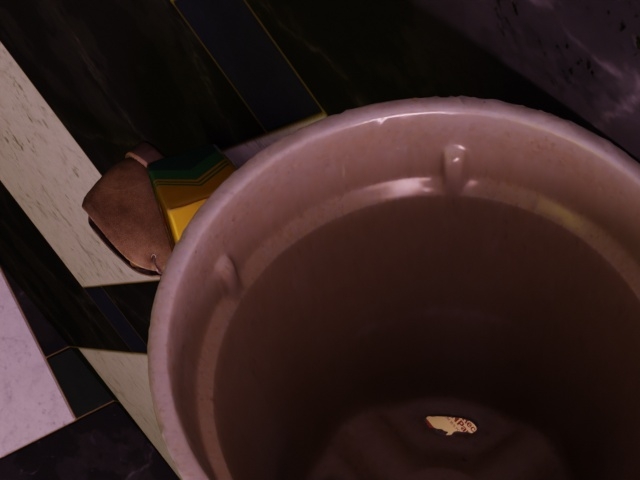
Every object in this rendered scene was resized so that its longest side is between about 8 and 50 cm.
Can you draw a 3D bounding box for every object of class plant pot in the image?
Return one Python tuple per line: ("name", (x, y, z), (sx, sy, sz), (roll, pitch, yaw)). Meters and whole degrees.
("plant pot", (0.076, 0.129, 0.956), (0.334, 0.334, 0.305), (42, 159, 25))

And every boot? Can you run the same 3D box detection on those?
("boot", (-0.146, 0.023, 1.643), (0.305, 0.115, 0.112), (41, 157, 23))

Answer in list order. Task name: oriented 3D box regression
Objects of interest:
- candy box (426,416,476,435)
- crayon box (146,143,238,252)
("candy box", (0.068, 0.135, 1.315), (0.183, 0.087, 0.316), (51, 172, 0))
("crayon box", (-0.087, 0.033, 1.355), (0.318, 0.081, 0.202), (-137, 30, -75))
